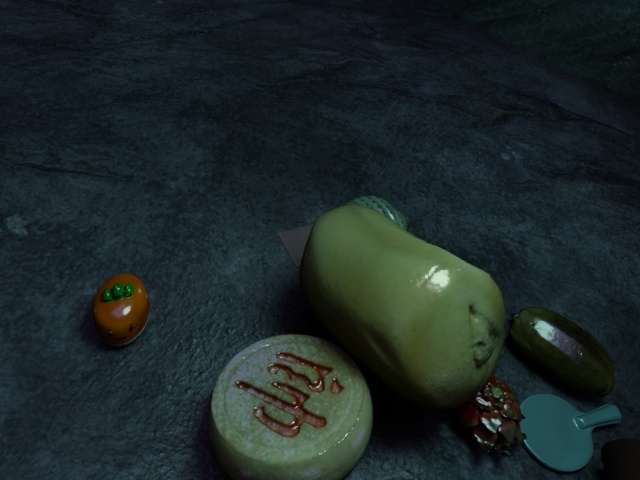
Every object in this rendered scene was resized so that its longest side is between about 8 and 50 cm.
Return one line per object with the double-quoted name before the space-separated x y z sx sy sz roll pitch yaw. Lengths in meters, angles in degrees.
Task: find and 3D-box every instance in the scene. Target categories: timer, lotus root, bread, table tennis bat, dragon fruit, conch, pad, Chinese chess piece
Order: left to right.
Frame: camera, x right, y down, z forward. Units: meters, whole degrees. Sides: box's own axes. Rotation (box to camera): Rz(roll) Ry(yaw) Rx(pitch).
"timer" -0.364 0.119 0.903 0.099 0.136 0.136 3 48 -22
"Chinese chess piece" -0.049 0.281 0.809 0.270 0.112 0.270 -3 37 2
"pad" 0.000 0.000 1.201 0.187 0.006 0.113 -13 55 -27
"conch" 0.117 -0.040 1.183 0.200 0.131 0.172 -7 55 -28
"bread" 0.141 0.120 0.899 0.376 0.348 0.253 33 80 40
"dragon fruit" 0.324 0.325 0.933 0.130 0.121 0.142 -12 80 2
"lotus root" 0.522 0.236 1.070 0.241 0.123 0.124 34 57 17
"table tennis bat" 0.508 0.376 0.998 0.244 0.040 0.153 -8 53 -18

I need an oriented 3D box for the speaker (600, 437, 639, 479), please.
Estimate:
"speaker" 0.494 0.485 0.803 0.259 0.198 0.329 43 58 5
